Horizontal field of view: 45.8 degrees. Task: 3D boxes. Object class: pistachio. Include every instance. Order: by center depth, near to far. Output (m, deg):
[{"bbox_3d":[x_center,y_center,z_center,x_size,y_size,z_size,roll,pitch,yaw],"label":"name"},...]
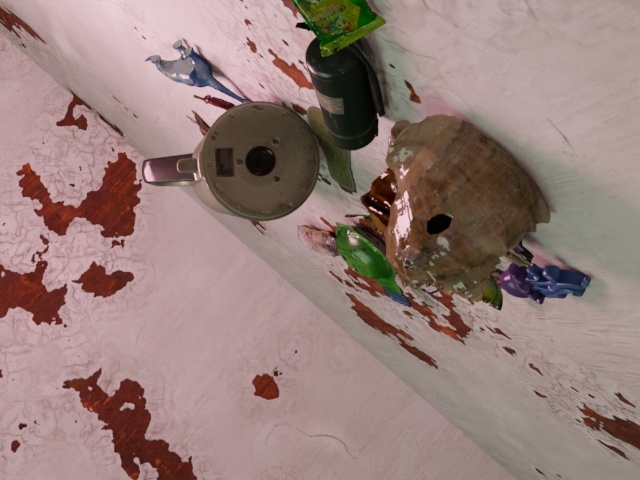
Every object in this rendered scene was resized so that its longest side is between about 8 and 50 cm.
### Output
[{"bbox_3d":[0.162,-0.059,1.409,0.165,0.130,0.210,2,-150,-24],"label":"pistachio"}]

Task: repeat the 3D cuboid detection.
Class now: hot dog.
[{"bbox_3d":[0.000,0.000,2.262,0.108,0.059,0.191,50,163,-31],"label":"hot dog"}]

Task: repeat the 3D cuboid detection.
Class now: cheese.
[{"bbox_3d":[0.141,0.064,2.010,0.204,0.083,0.320,19,154,54],"label":"cheese"}]

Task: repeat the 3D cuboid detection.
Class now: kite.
[{"bbox_3d":[-0.340,-0.324,2.224,0.159,0.010,0.190,38,166,14],"label":"kite"}]

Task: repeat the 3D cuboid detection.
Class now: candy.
[{"bbox_3d":[0.003,-0.336,1.017,0.102,0.032,0.178,-19,132,26],"label":"candy"}]

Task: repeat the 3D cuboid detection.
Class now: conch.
[{"bbox_3d":[0.210,-0.032,1.169,0.263,0.186,0.324,-19,129,21],"label":"conch"}]

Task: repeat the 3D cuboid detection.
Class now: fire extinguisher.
[{"bbox_3d":[0.033,-0.255,1.191,0.118,0.093,0.294,21,161,20],"label":"fire extinguisher"}]

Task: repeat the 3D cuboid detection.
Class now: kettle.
[{"bbox_3d":[-0.223,-0.162,1.733,0.377,0.361,0.250,-174,76,-74],"label":"kettle"}]

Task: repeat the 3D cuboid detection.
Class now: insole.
[{"bbox_3d":[0.027,-0.190,1.626,0.109,0.007,0.322,35,166,22],"label":"insole"}]

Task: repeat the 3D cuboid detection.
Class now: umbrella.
[{"bbox_3d":[-0.214,-0.309,1.742,0.165,0.025,0.027,15,155,-31],"label":"umbrella"}]

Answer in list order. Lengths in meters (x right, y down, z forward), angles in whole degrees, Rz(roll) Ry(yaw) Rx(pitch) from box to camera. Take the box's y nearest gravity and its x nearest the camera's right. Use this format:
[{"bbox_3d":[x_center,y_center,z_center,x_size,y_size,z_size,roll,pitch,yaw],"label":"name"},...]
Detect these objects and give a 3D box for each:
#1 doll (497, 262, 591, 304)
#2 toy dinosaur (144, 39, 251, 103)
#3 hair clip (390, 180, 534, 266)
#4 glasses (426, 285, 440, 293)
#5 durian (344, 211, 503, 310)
[{"bbox_3d":[0.395,0.074,1.347,0.110,0.067,0.206,39,157,-28],"label":"doll"},{"bbox_3d":[-0.301,-0.393,1.724,0.329,0.076,0.144,24,170,19],"label":"toy dinosaur"},{"bbox_3d":[0.253,-0.049,1.310,0.292,0.084,0.106,35,163,0],"label":"hair clip"},{"bbox_3d":[0.251,0.061,1.813,0.103,0.062,0.140,58,179,32],"label":"glasses"},{"bbox_3d":[0.223,0.028,1.550,0.375,0.132,0.106,34,180,1],"label":"durian"}]
